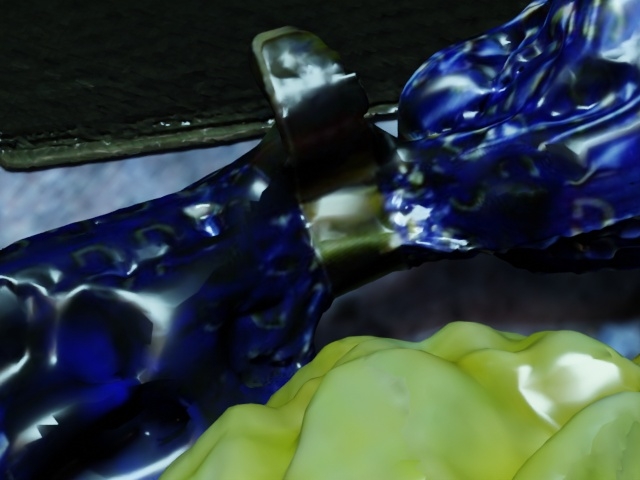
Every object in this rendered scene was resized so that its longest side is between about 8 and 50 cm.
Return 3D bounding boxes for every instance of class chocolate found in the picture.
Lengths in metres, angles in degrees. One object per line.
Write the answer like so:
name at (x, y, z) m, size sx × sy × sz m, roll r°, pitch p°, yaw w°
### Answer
chocolate at (-0.003, 0.002, 0.645) m, size 0.343 × 0.148 × 0.126 m, roll -26°, pitch 17°, yaw -6°

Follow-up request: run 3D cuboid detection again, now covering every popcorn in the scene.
popcorn at (0.053, 0.139, 0.504) m, size 0.249 × 0.249 × 0.225 m, roll -14°, pitch 53°, yaw 10°

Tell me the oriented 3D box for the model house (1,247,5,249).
model house at (-0.145, 0.069, 0.684) m, size 0.152 × 0.106 × 0.165 m, roll 29°, pitch 77°, yaw 31°

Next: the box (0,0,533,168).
box at (-0.036, -0.153, 0.757) m, size 0.273 × 0.143 × 0.184 m, roll -7°, pitch 59°, yaw 16°
